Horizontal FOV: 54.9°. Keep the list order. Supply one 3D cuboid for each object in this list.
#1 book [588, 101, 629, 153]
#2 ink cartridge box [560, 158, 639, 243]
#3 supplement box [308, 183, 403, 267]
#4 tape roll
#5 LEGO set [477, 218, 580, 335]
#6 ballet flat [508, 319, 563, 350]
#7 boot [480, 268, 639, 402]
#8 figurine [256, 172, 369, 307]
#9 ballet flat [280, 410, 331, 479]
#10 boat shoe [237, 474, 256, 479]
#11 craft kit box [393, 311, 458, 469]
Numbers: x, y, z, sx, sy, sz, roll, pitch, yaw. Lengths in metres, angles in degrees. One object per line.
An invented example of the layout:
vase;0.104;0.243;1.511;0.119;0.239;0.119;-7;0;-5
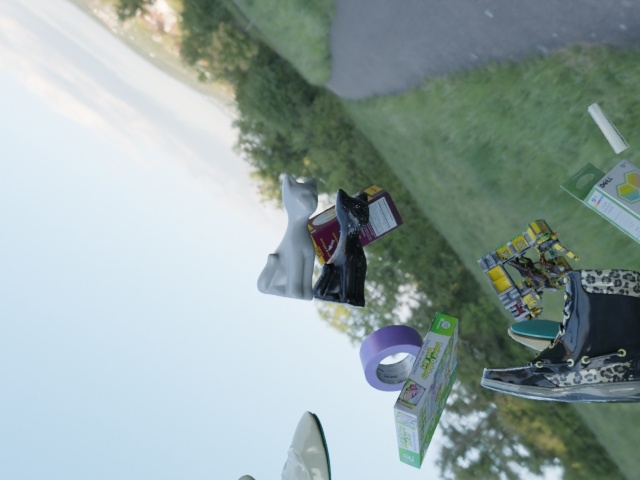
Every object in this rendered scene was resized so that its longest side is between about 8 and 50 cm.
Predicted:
book;0.766;-0.298;1.649;0.144;0.035;0.096;59;-159;7
ink cartridge box;0.600;-0.090;1.216;0.209;0.109;0.062;43;154;24
supplement box;0.058;-0.031;1.250;0.081;0.188;0.104;62;173;-19
tape roll;0.207;0.332;1.726;0.189;0.189;0.080;34;-156;-30
LEGO set;0.583;0.122;1.640;0.331;0.254;0.192;52;-167;-49
ballet flat;0.495;0.199;1.233;0.232;0.073;0.080;-5;-159;4
boot;0.348;0.137;0.881;0.236;0.179;0.085;-7;161;37
figurine;0.000;0.000;1.059;0.092;0.210;0.214;4;174;45
ballet flat;-0.019;0.393;0.948;0.086;0.086;0.249;-11;-91;-84
boat shoe;-0.089;0.410;0.914;0.043;0.049;0.137;9;-124;-86
craft kit box;0.232;0.325;1.326;0.060;0.247;0.250;18;143;26
